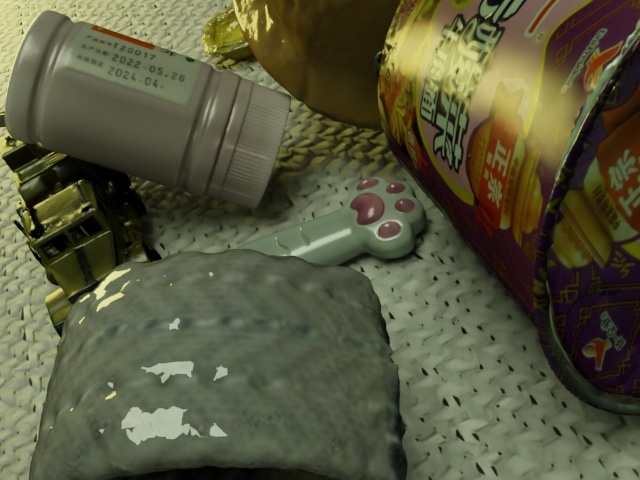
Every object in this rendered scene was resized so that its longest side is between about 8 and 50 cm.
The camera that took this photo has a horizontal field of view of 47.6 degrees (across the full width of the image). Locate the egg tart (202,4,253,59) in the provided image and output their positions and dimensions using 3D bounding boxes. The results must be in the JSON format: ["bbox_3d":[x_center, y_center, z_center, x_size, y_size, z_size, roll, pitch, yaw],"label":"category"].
[{"bbox_3d":[-0.105,-0.270,0.951,0.105,0.039,0.105,-11,49,13],"label":"egg tart"}]

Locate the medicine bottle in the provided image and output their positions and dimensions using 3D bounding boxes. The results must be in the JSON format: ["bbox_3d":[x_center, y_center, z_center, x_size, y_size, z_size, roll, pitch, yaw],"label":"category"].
[{"bbox_3d":[-0.165,-0.125,0.720,0.250,0.133,0.133,18,54,-10],"label":"medicine bottle"}]

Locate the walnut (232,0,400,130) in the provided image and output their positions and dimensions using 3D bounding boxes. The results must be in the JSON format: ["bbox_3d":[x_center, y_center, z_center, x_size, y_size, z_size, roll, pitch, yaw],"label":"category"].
[{"bbox_3d":[0.091,-0.314,0.694,0.384,0.383,0.383,-11,50,13],"label":"walnut"}]

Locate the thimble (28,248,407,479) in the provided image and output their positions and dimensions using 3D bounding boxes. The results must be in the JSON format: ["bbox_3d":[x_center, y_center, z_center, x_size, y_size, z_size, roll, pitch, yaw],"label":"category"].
[{"bbox_3d":[-0.066,0.117,0.503,0.246,0.217,0.157,-8,51,6],"label":"thimble"}]

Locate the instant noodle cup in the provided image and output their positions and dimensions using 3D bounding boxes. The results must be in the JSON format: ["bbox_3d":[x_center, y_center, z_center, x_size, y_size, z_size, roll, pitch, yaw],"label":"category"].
[{"bbox_3d":[0.213,-0.092,0.516,0.340,0.339,0.266,-32,38,-5],"label":"instant noodle cup"}]

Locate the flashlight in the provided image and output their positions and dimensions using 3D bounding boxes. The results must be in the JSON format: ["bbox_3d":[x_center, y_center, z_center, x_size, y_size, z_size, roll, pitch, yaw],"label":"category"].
[{"bbox_3d":[0.000,0.000,0.685,0.201,0.047,0.093,-23,48,2],"label":"flashlight"}]

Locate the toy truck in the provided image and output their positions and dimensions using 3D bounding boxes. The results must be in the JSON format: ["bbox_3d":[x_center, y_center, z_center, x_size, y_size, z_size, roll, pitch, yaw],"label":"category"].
[{"bbox_3d":[-0.251,-0.017,0.750,0.127,0.127,0.257,-30,51,-6],"label":"toy truck"}]

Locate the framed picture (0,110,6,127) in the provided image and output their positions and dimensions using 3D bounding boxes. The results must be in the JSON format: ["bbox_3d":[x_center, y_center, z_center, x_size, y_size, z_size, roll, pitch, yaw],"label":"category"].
[{"bbox_3d":[-0.279,-0.171,0.887,0.150,0.015,0.203,-3,19,19],"label":"framed picture"}]
